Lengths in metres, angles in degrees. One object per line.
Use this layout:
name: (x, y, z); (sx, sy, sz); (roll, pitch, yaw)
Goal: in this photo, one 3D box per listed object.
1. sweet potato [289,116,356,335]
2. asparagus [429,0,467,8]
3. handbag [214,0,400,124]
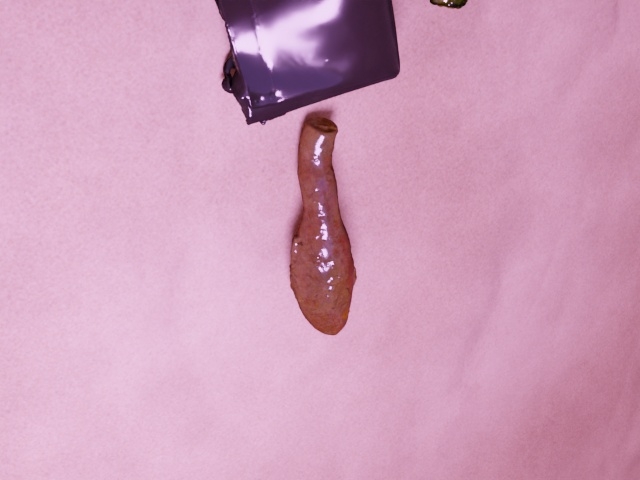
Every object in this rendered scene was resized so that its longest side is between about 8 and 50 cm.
sweet potato: (0.000, 0.000, 1.319); (0.109, 0.109, 0.385); (-19, 124, -22)
asparagus: (0.218, -0.471, 1.204); (0.067, 0.060, 0.277); (2, 115, -22)
handbag: (-0.028, -0.310, 1.111); (0.257, 0.113, 0.285); (-25, 135, -11)
